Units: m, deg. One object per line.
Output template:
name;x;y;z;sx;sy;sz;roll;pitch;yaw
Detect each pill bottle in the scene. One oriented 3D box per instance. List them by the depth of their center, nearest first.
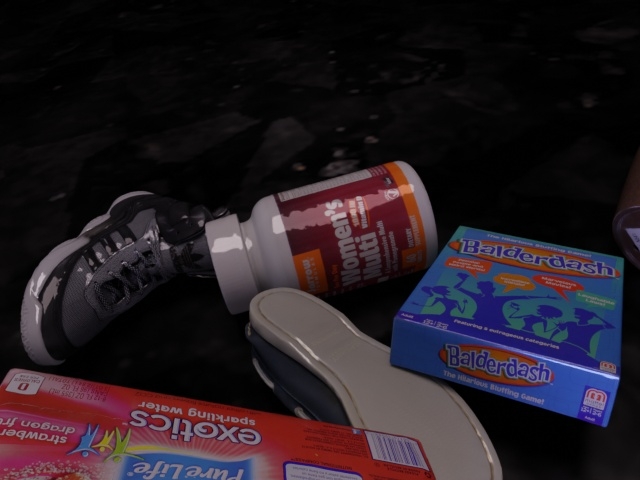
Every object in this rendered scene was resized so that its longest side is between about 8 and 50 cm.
pill bottle;0.000;0.000;0.635;0.221;0.121;0.121;-16;37;-6

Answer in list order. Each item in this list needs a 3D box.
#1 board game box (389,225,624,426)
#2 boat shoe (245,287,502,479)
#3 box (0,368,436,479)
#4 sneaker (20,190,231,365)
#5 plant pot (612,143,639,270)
board game box;0.170;0.056;0.520;0.160;0.047;0.210;12;25;22
boat shoe;0.026;0.133;0.485;0.254;0.079;0.095;31;38;32
box;-0.064;0.173;0.323;0.257;0.123;0.128;13;18;-12
sneaker;-0.198;0.029;0.667;0.153;0.101;0.268;0;35;19
plant pot;0.392;-0.065;0.571;0.230;0.215;0.215;-43;45;-14
